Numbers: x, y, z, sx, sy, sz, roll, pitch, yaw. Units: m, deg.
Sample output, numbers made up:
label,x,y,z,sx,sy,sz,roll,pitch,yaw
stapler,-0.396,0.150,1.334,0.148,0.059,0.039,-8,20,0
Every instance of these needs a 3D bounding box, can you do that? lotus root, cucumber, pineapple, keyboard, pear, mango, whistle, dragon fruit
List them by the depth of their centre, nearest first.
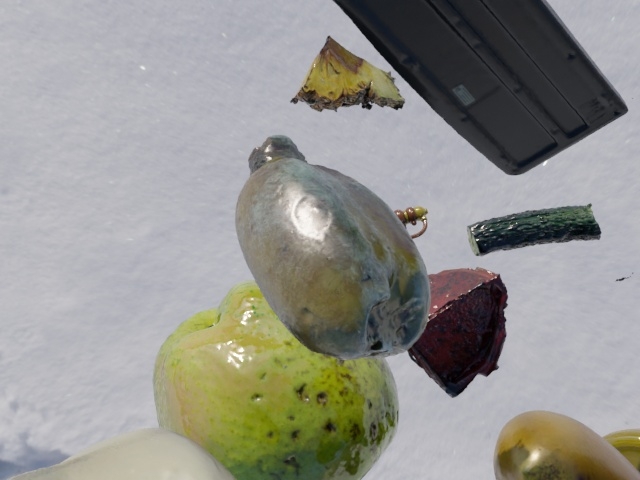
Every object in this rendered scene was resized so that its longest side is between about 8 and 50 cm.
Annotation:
label,x,y,z,sx,sy,sz,roll,pitch,yaw
keyboard,0.118,-0.104,0.571,0.103,0.041,0.381,-31,125,26
lotus root,0.000,0.000,0.613,0.088,0.113,0.192,-58,47,30
pineapple,0.033,-0.163,0.924,0.114,0.114,0.077,12,101,1
mango,0.322,0.328,1.153,0.173,0.211,0.317,-39,125,5
dragon fruit,0.175,0.104,1.186,0.161,0.127,0.120,-36,119,5
cucumber,0.300,-0.016,1.285,0.187,0.058,0.058,-8,87,-6
pear,-0.084,0.248,1.421,0.391,0.391,0.391,0,88,9
whistle,0.129,-0.029,1.519,0.109,0.057,0.046,-13,115,2

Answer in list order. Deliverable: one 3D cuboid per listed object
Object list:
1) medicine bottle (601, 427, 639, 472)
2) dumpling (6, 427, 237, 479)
label,x,y,z,sx,sy,sz,roll,pitch,yaw
medicine bottle,0.594,0.439,1.590,0.224,0.384,0.224,-7,77,31
dumpling,-0.132,0.333,0.826,0.233,0.395,0.315,-33,65,8
